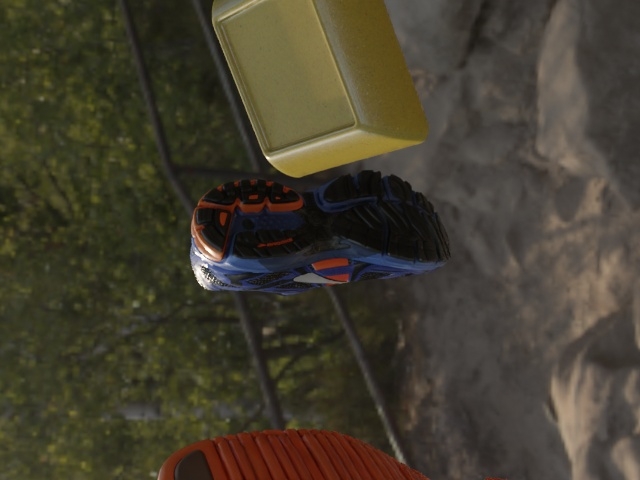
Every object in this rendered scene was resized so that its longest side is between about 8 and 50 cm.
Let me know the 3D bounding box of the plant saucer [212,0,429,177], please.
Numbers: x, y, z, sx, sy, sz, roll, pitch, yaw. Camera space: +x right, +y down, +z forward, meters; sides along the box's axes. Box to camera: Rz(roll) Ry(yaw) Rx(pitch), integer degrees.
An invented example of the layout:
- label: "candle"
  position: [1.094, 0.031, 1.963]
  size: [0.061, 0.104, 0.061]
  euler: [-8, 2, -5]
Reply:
- label: "plant saucer"
  position: [-0.029, -0.261, 1.414]
  size: [0.332, 0.081, 0.333]
  euler: [-11, 104, 51]

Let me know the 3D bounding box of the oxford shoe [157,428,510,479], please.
- label: "oxford shoe"
  position: [0.047, 0.224, 0.626]
  size: [0.133, 0.363, 0.130]
  euler: [-60, 28, 17]

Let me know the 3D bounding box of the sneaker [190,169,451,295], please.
- label: "sneaker"
  position: [0.000, 0.000, 0.727]
  size: [0.087, 0.221, 0.083]
  euler: [128, 138, -51]
